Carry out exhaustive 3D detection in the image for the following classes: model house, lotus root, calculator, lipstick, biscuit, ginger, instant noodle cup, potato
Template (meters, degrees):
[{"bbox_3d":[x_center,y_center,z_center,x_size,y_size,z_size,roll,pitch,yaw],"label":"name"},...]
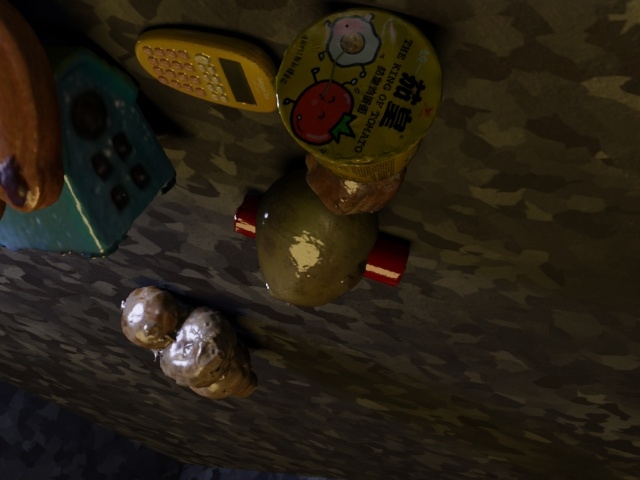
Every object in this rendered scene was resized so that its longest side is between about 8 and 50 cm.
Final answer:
[{"bbox_3d":[-0.380,-0.143,1.614,0.237,0.215,0.303,3,134,33],"label":"model house"},{"bbox_3d":[0.047,-0.100,1.509,0.122,0.112,0.081,-9,156,-22],"label":"lotus root"},{"bbox_3d":[-0.124,-0.214,1.468,0.235,0.032,0.146,13,158,16],"label":"calculator"},{"bbox_3d":[0.000,-0.001,1.839,0.280,0.073,0.073,19,159,-2],"label":"lipstick"},{"bbox_3d":[-0.519,-0.164,1.548,0.455,0.350,0.078,-21,178,38],"label":"biscuit"},{"bbox_3d":[-0.255,0.235,2.493,0.256,0.176,0.375,25,168,34],"label":"ginger"},{"bbox_3d":[0.047,-0.150,1.316,0.182,0.182,0.144,14,168,8],"label":"instant noodle cup"},{"bbox_3d":[-0.013,0.005,1.719,0.174,0.159,0.251,28,129,13],"label":"potato"}]
